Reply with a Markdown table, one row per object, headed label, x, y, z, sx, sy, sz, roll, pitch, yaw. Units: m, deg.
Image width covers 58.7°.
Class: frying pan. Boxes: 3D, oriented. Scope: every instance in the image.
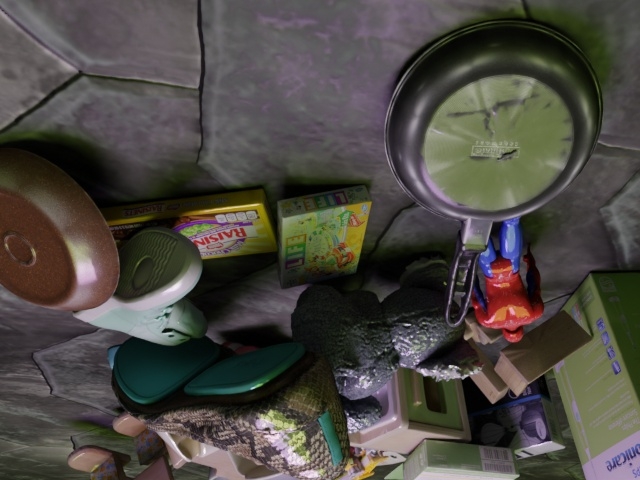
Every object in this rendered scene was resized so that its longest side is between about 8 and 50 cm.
| label | x | y | z | sx | sy | sz | roll | pitch | yaw |
| --- | --- | --- | --- | --- | --- | --- | --- | --- | --- |
| frying pan | 0.132 | -0.046 | 0.551 | 0.197 | 0.053 | 0.326 | 22 | 121 | -9 |

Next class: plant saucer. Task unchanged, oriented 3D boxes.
| label | x | y | z | sx | sy | sz | roll | pitch | yaw |
| --- | --- | --- | --- | --- | --- | --- | --- | --- | --- |
| plant saucer | -0.306 | 0.002 | 0.601 | 0.198 | 0.036 | 0.199 | 11 | 124 | 17 |

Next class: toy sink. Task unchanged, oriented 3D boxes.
| label | x | y | z | sx | sy | sz | roll | pitch | yaw |
| --- | --- | --- | --- | --- | --- | --- | --- | --- | --- |
| toy sink | 0.138 | 0.284 | 1.022 | 0.234 | 0.153 | 0.131 | 19 | 140 | -27 |

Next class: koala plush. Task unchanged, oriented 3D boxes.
| label | x | y | z | sx | sy | sz | roll | pitch | yaw |
| --- | --- | --- | --- | --- | --- | --- | --- | --- | --- |
| koala plush | 0.088 | 0.125 | 0.745 | 0.221 | 0.196 | 0.203 | -14 | 149 | 8 |

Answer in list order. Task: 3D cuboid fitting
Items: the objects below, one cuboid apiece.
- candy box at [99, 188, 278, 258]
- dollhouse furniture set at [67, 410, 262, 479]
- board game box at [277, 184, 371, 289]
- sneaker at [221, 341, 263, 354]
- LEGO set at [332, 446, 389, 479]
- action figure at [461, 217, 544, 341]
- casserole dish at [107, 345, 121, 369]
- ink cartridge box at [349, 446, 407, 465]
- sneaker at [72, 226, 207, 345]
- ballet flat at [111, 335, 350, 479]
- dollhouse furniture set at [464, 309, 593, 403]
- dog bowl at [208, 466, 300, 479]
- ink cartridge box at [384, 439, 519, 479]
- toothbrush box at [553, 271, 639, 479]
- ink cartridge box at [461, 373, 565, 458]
| label | x | y | z | sx | sy | sz | roll | pitch | yaw |
| --- | --- | --- | --- | --- | --- | --- | --- | --- | --- |
| candy box | -0.157 | -0.011 | 0.685 | 0.205 | 0.027 | 0.105 | -6 | 149 | 6 |
| dollhouse furniture set | -0.328 | 0.474 | 1.109 | 0.394 | 0.362 | 0.256 | -40 | 139 | 3 |
| board game box | 0.000 | 0.000 | 0.689 | 0.103 | 0.026 | 0.154 | -12 | 147 | -12 |
| sneaker | -0.051 | 0.271 | 0.999 | 0.136 | 0.116 | 0.314 | -9 | 147 | 32 |
| LEGO set | 0.046 | 0.525 | 1.351 | 0.287 | 0.107 | 0.132 | -46 | 144 | 21 |
| action figure | 0.209 | -0.004 | 0.679 | 0.091 | 0.139 | 0.280 | -11 | 122 | 15 |
| casserole dish | -0.284 | 0.216 | 0.999 | 0.188 | 0.037 | 0.114 | -9 | 145 | 8 |
| ink cartridge box | 0.111 | 0.533 | 1.453 | 0.198 | 0.067 | 0.115 | -17 | 143 | 22 |
| sneaker | -0.178 | 0.064 | 0.689 | 0.151 | 0.094 | 0.255 | 27 | 149 | -35 |
| ballet flat | -0.138 | 0.221 | 0.744 | 0.482 | 0.164 | 0.182 | -8 | 109 | 51 |
| dollhouse furniture set | 0.301 | 0.161 | 0.886 | 0.123 | 0.144 | 0.151 | -28 | 147 | -16 |
| dog bowl | -0.148 | 0.563 | 1.449 | 0.264 | 0.104 | 0.265 | -1 | 145 | -1 |
| ink cartridge box | 0.232 | 0.438 | 1.054 | 0.171 | 0.056 | 0.235 | 8 | 140 | -9 |
| toothbrush box | 0.448 | 0.216 | 0.825 | 0.122 | 0.283 | 0.206 | 0 | 145 | -2 |
| ink cartridge box | 0.296 | 0.360 | 1.128 | 0.332 | 0.166 | 0.065 | -31 | 136 | 33 |
